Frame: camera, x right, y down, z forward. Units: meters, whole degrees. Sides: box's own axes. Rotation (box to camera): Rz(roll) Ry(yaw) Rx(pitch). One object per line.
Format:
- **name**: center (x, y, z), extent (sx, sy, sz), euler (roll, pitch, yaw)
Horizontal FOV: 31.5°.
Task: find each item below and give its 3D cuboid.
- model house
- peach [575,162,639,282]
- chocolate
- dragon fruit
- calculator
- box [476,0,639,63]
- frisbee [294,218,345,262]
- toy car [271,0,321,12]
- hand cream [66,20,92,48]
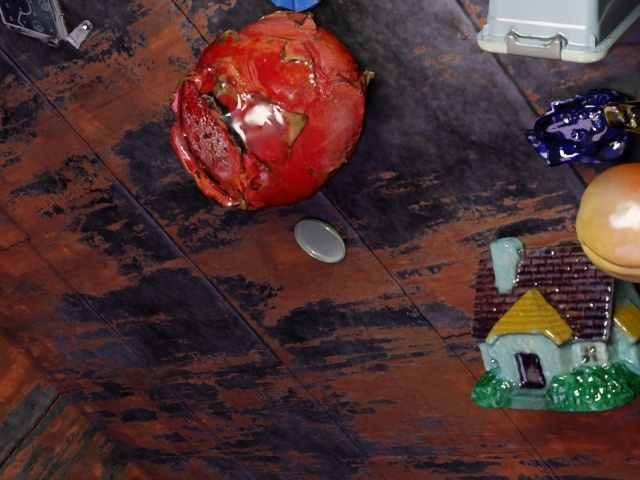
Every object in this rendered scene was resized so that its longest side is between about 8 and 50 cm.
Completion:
- **model house**: center (0.379, 0.118, 1.831), extent (0.281, 0.230, 0.248), euler (-5, 105, 40)
- **peach**: center (0.459, -0.024, 1.604), extent (0.184, 0.184, 0.184), euler (22, 143, 18)
- **chocolate**: center (0.417, -0.160, 1.540), extent (0.148, 0.126, 0.343), euler (14, 173, -42)
- **dragon fruit**: center (-0.076, -0.197, 1.732), extent (0.296, 0.301, 0.295), euler (28, 150, 18)
- **calculator**: center (-0.543, -0.473, 2.017), extent (0.166, 0.028, 0.274), euler (21, 143, 24)
- **box**: center (0.299, -0.299, 1.371), extent (0.162, 0.227, 0.130), euler (13, 125, 29)
- **frisbee**: center (0.000, 0.000, 2.147), extent (0.110, 0.014, 0.110), euler (23, 145, 17)
- **toy car**: center (-0.045, -0.424, 1.636), extent (0.103, 0.063, 0.216), euler (21, 143, 20)
- **hand cream**: center (-0.436, -0.377, 2.064), extent (0.030, 0.019, 0.093), euler (44, 151, -15)
